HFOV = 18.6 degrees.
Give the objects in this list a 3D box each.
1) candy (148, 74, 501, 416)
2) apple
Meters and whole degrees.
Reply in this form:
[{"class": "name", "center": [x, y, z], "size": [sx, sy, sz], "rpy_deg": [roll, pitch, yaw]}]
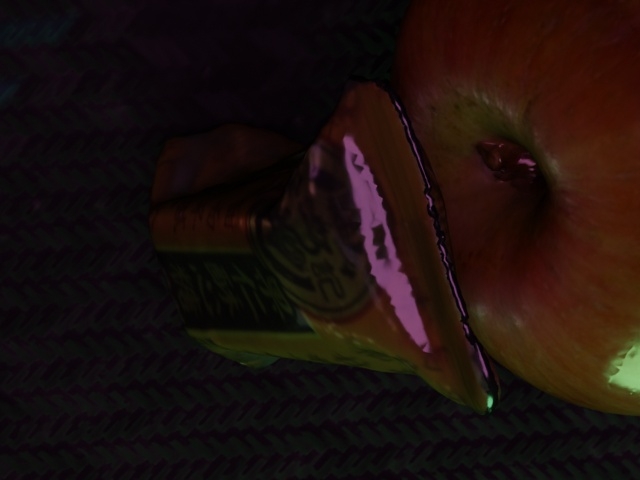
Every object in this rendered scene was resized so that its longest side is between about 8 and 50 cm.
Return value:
[{"class": "candy", "center": [0.000, 0.000, 0.864], "size": [0.101, 0.271, 0.143], "rpy_deg": [-25, 100, -19]}, {"class": "apple", "center": [0.165, -0.051, 0.885], "size": [0.241, 0.242, 0.242], "rpy_deg": [-16, 105, -33]}]
